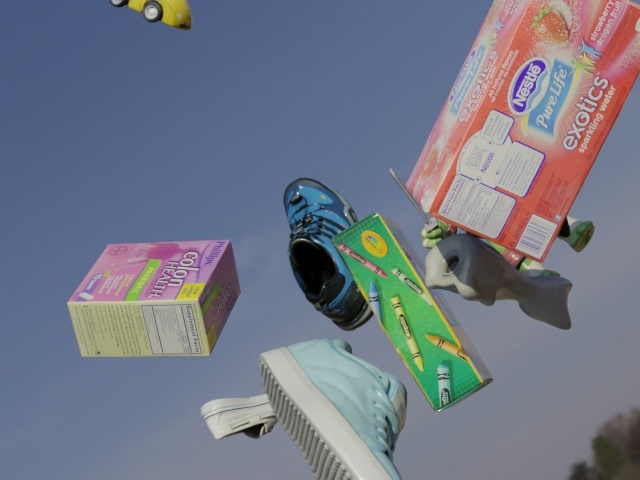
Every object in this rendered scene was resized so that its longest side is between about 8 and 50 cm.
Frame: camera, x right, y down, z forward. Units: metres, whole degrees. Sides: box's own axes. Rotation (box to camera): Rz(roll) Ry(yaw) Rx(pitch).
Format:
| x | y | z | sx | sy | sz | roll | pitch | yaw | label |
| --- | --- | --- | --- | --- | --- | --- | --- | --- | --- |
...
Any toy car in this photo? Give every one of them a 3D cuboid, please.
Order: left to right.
| x | y | z | sx | sy | sz | roll | pitch | yaw | label |
| --- | --- | --- | --- | --- | --- | --- | --- | --- | --- |
| -0.253 | -0.301 | 1.370 | 0.239 | 0.225 | 0.053 | 18 | -77 | -18 | toy car |

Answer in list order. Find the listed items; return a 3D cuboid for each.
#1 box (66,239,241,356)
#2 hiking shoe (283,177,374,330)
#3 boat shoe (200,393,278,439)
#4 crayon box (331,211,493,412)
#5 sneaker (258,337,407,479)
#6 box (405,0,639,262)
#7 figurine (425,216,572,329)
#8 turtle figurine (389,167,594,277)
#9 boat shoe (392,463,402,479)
| x | y | z | sx | sy | sz | roll | pitch | yaw | label |
| --- | --- | --- | --- | --- | --- | --- | --- | --- | --- |
| -0.291 | 0.101 | 2.246 | 0.243 | 0.117 | 0.213 | -1 | 28 | 14 | box |
| 0.000 | 0.000 | 2.054 | 0.113 | 0.304 | 0.132 | -38 | -39 | 17 | hiking shoe |
| -0.123 | 0.327 | 2.306 | 0.226 | 0.076 | 0.083 | -1 | -26 | -43 | boat shoe |
| 0.133 | 0.100 | 1.779 | 0.081 | 0.278 | 0.165 | -33 | -11 | 8 | crayon box |
| 0.047 | 0.210 | 1.489 | 0.150 | 0.366 | 0.135 | -20 | -57 | -13 | sneaker |
| 0.232 | -0.149 | 1.418 | 0.142 | 0.154 | 0.300 | -116 | 49 | -73 | box |
| 0.240 | 0.000 | 1.594 | 0.209 | 0.215 | 0.092 | 19 | -28 | -30 | figurine |
| 0.247 | -0.051 | 1.833 | 0.198 | 0.266 | 0.274 | -40 | -26 | -30 | turtle figurine |
| 0.071 | 0.411 | 1.785 | 0.084 | 0.095 | 0.258 | -28 | -63 | -38 | boat shoe |
